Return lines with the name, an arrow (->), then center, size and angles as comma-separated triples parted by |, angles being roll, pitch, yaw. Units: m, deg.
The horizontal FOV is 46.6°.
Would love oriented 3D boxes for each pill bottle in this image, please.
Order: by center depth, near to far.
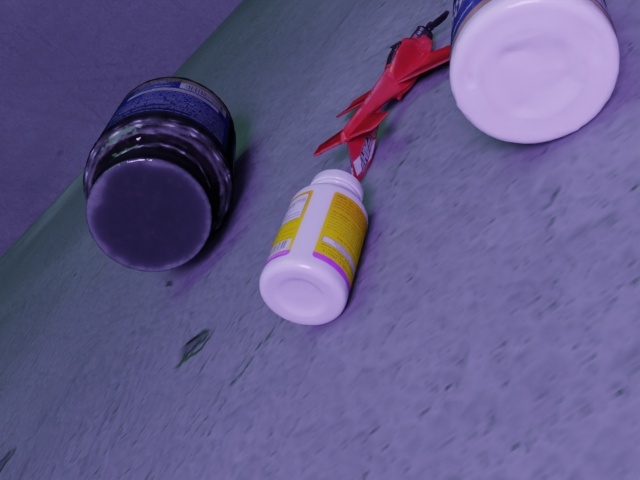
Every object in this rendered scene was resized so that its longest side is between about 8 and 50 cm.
pill bottle -> 0.094, -0.101, 0.338 | 0.067, 0.067, 0.120 | -35, 24, 32
pill bottle -> 0.000, 0.000, 0.378 | 0.043, 0.043, 0.083 | -32, 26, 37
pill bottle -> -0.136, -0.062, 0.647 | 0.123, 0.123, 0.219 | -43, 21, 13

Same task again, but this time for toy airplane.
toy airplane -> 0.044, -0.097, 0.486 | 0.151, 0.028, 0.151 | -39, 23, 20
